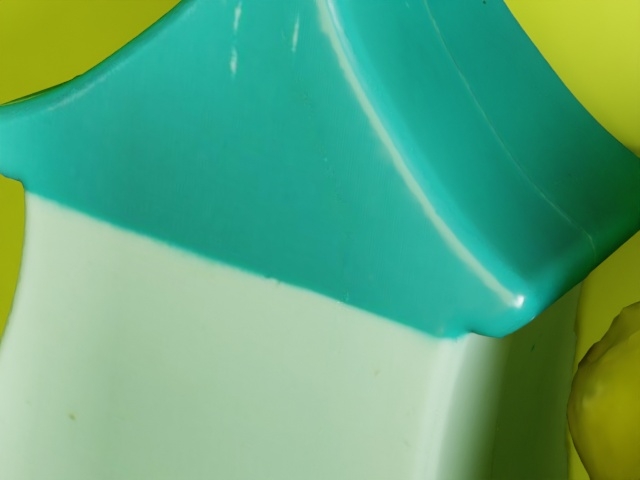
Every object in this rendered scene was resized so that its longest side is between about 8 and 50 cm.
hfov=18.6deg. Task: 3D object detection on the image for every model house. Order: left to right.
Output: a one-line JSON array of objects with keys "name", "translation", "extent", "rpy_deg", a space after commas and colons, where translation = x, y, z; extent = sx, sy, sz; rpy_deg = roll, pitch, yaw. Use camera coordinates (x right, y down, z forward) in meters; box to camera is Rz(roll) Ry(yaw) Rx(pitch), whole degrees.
[{"name": "model house", "translation": [0.000, 0.000, 0.429], "extent": [0.127, 0.100, 0.149], "rpy_deg": [18, 113, 20]}]

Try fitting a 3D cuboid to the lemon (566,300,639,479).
[{"name": "lemon", "translation": [0.151, 0.088, 0.334], "extent": [0.248, 0.184, 0.184], "rpy_deg": [42, 118, 3]}]
